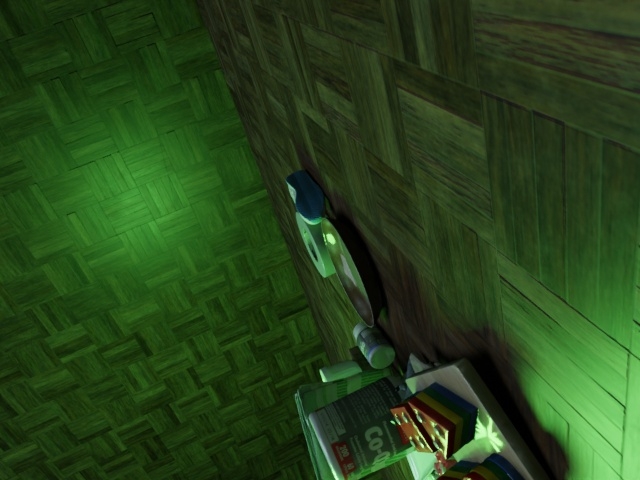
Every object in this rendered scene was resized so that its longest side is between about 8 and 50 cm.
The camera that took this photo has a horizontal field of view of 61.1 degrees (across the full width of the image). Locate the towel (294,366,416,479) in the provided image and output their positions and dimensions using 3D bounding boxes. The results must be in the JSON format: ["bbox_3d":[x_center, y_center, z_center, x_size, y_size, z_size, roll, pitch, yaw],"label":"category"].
[{"bbox_3d":[0.098,0.460,1.374,0.038,0.325,0.247,-36,65,45],"label":"towel"}]

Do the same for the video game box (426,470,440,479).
[{"bbox_3d":[0.328,0.695,1.584,0.205,0.048,0.187,-143,33,-72],"label":"video game box"}]

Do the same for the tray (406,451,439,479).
[{"bbox_3d":[0.272,0.552,1.449,0.270,0.030,0.145,95,159,-53],"label":"tray"}]

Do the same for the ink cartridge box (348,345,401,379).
[{"bbox_3d":[0.185,0.443,1.648,0.193,0.088,0.234,69,171,-23],"label":"ink cartridge box"}]

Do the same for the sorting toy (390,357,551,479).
[{"bbox_3d":[0.232,0.341,0.890,0.257,0.089,0.255,57,162,12],"label":"sorting toy"}]

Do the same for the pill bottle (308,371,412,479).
[{"bbox_3d":[0.132,0.404,1.216,0.161,0.283,0.161,157,90,-81],"label":"pill bottle"}]

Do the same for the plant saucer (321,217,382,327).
[{"bbox_3d":[0.086,0.075,1.414,0.310,0.050,0.310,156,90,-81],"label":"plant saucer"}]

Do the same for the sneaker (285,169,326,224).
[{"bbox_3d":[-0.030,-0.111,1.543,0.228,0.087,0.092,-113,-2,-51],"label":"sneaker"}]

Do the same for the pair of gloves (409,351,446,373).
[{"bbox_3d":[0.265,0.325,1.015,0.240,0.042,0.204,63,167,-10],"label":"pair of gloves"}]

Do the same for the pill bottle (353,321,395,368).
[{"bbox_3d":[0.146,0.287,1.508,0.137,0.078,0.078,-128,17,-60],"label":"pill bottle"}]

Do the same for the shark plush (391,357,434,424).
[{"bbox_3d":[0.190,0.319,1.141,0.067,0.161,0.073,13,150,29],"label":"shark plush"}]

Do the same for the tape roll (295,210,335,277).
[{"bbox_3d":[0.000,0.000,1.654,0.219,0.072,0.219,157,90,-82],"label":"tape roll"}]

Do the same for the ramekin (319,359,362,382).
[{"bbox_3d":[0.088,0.455,1.611,0.207,0.109,0.207,156,90,-81],"label":"ramekin"}]

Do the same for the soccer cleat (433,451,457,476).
[{"bbox_3d":[0.291,0.468,1.132,0.248,0.095,0.083,16,-100,-81],"label":"soccer cleat"}]
